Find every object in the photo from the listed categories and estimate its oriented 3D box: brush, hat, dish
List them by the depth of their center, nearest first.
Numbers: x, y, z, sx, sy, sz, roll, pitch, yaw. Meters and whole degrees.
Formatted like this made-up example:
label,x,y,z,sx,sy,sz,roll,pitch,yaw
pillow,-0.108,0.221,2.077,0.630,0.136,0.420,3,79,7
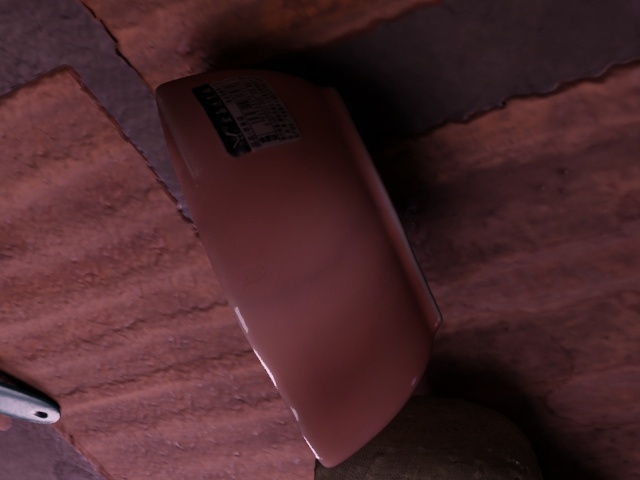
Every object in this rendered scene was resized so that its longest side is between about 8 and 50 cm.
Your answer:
label,x,y,z,sx,sy,sz,roll,pitch,yaw
dish,0.000,0.000,0.632,0.090,0.213,0.213,-25,125,3
hat,0.065,0.166,0.748,0.257,0.257,0.130,4,103,23
brush,-0.295,0.101,0.957,0.193,0.032,0.043,19,135,-11
